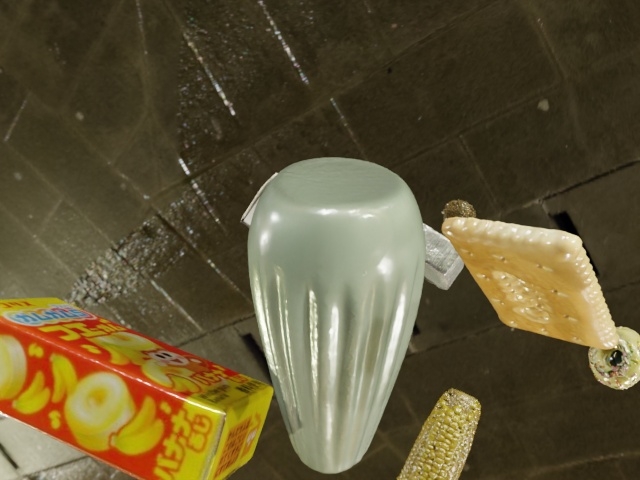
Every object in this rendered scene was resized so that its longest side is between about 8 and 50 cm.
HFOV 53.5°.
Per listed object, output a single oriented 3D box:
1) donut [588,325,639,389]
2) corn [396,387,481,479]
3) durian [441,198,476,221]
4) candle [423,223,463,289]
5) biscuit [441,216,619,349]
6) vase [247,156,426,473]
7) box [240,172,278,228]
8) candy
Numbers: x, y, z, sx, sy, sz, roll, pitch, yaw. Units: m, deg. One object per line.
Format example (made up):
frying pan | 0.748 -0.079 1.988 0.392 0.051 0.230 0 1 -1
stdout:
donut | 0.802 0.316 1.723 0.068 0.175 0.174 17 126 -26
corn | 0.239 0.465 1.319 0.119 0.119 0.322 27 88 10
durian | 0.332 -0.059 1.533 0.091 0.080 0.080 8 118 42
candle | 0.202 0.026 1.199 0.192 0.168 0.068 39 83 -26
biscuit | 0.251 0.056 0.751 0.160 0.030 0.250 11 155 39
vase | 0.010 0.068 0.486 0.128 0.128 0.248 11 119 18
box | -0.002 -0.001 1.443 0.333 0.173 0.145 32 83 25
candy | -0.198 0.140 0.609 0.276 0.146 0.088 19 92 15
